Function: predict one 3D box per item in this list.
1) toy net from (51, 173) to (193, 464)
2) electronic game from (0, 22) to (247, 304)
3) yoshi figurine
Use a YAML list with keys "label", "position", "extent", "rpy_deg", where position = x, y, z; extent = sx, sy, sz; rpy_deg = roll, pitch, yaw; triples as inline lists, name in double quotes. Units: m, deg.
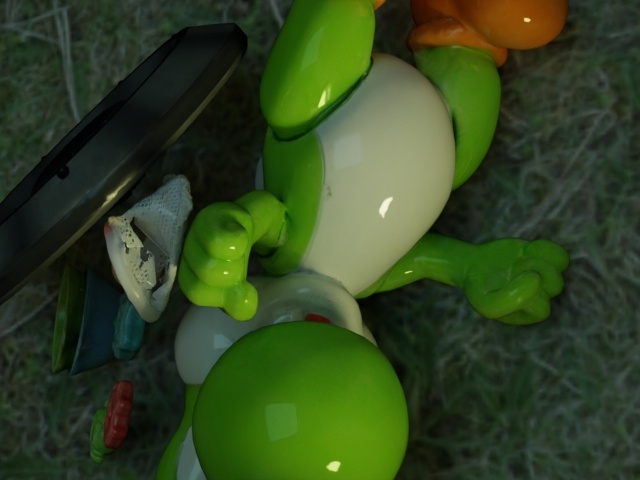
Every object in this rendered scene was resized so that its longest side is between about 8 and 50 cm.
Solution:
- label: "toy net"
  position: [-0.118, 0.041, 0.870]
  extent: [0.045, 0.232, 0.122]
  rpy_deg: [10, 63, -13]
- label: "electronic game"
  position: [-0.127, -0.042, 0.892]
  extent: [0.229, 0.229, 0.048]
  rpy_deg: [-43, 103, 8]
- label: "yoshi figurine"
  position: [0.019, 0.006, 0.828]
  extent: [0.204, 0.203, 0.362]
  rpy_deg: [19, 89, 18]
